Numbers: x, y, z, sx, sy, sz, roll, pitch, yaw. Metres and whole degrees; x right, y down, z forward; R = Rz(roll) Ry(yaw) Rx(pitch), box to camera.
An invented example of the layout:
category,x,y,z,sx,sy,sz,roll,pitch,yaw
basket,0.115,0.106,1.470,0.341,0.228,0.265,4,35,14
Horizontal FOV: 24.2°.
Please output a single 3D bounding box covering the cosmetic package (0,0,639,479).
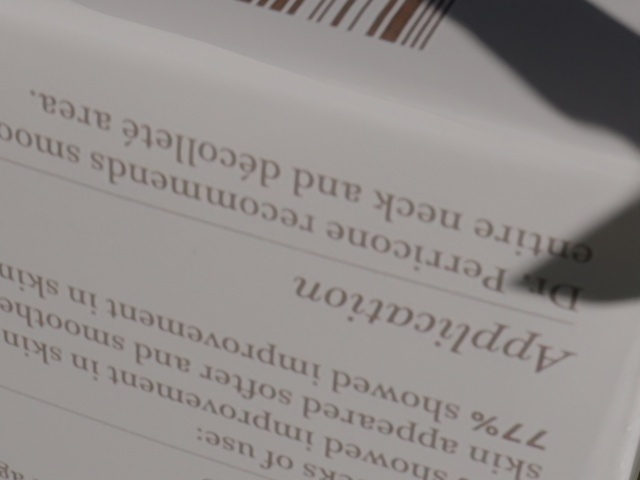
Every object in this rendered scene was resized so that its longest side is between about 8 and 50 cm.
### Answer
category,x,y,z,sx,sy,sz,roll,pitch,yaw
cosmetic package,0.000,0.000,0.675,0.327,0.329,0.394,-58,160,-48
